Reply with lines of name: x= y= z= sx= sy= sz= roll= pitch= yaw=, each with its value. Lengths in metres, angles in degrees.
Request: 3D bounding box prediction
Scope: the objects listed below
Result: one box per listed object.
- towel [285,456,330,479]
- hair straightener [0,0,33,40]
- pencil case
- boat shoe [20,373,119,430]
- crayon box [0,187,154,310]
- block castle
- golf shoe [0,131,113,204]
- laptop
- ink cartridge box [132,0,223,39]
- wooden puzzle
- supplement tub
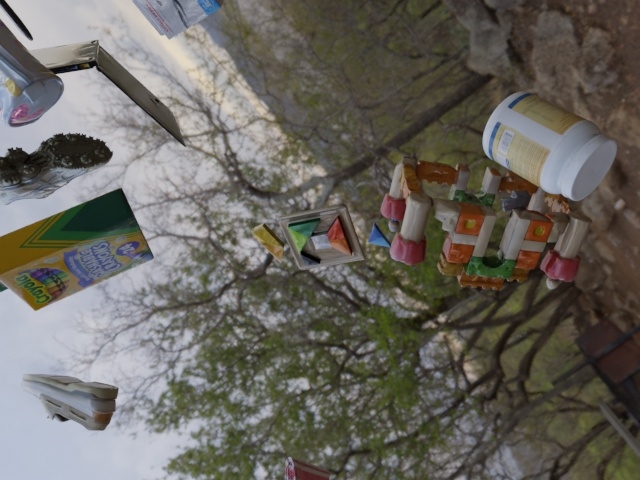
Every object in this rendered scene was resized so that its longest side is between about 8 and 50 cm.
towel: x=-0.019 y=0.497 z=1.040 sx=0.144 sy=0.029 sz=0.196 roll=44 pitch=-141 yaw=-49
hair straightener: x=-0.562 y=-0.446 z=0.998 sx=0.047 sy=0.089 sz=0.230 roll=31 pitch=151 yaw=46
pencil case: x=-0.528 y=-0.304 z=0.901 sx=0.273 sy=0.124 sz=0.113 roll=47 pitch=-130 yaw=-5
boat shoe: x=-0.618 y=0.383 z=1.406 sx=0.113 sy=0.303 sz=0.103 roll=19 pitch=-105 yaw=-57
crayon box: x=-0.523 y=0.034 z=1.194 sx=0.083 sy=0.323 sz=0.203 roll=60 pitch=165 yaw=21
block castle: x=0.389 y=-0.036 z=1.438 sx=0.454 sy=0.212 sz=0.303 roll=6 pitch=-150 yaw=-4
golf shoe: x=-0.395 y=-0.103 z=0.858 sx=0.176 sy=0.086 sz=0.069 roll=-22 pitch=-111 yaw=-37
laptop: x=-0.585 y=-0.355 z=1.470 sx=0.382 sy=0.409 sz=0.236 roll=-127 pitch=26 yaw=-59
ink cartridge box: x=-0.306 y=-0.499 z=1.230 sx=0.104 sy=0.180 sz=0.060 roll=50 pitch=-152 yaw=-36
wooden puzzle: x=0.000 y=0.000 z=0.550 sx=0.078 sy=0.117 sz=0.014 roll=58 pitch=-154 yaw=-34
supplement tub: x=0.418 y=-0.174 z=1.080 sx=0.200 sy=0.144 sz=0.144 roll=43 pitch=-177 yaw=36
